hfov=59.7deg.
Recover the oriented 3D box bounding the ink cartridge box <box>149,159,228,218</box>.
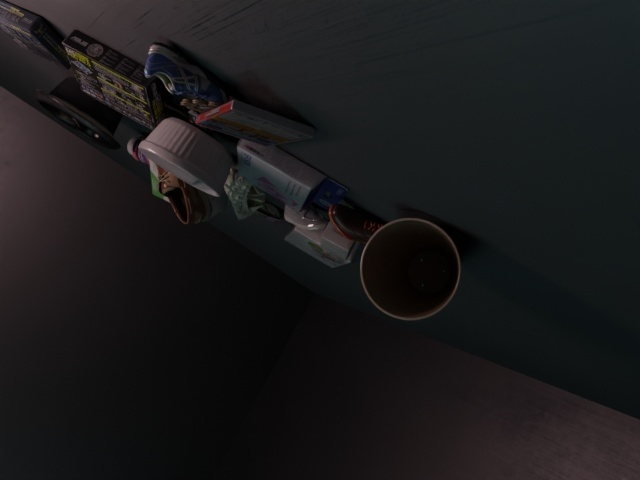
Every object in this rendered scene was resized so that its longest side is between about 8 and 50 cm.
[{"bbox_3d":[-0.477,-0.228,2.026,0.289,0.121,0.211,25,127,25],"label":"ink cartridge box"}]

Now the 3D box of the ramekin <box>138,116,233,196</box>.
[{"bbox_3d":[-0.381,-0.249,1.637,0.272,0.127,0.273,29,172,4],"label":"ramekin"}]

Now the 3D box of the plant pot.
[{"bbox_3d":[0.271,0.084,1.517,0.256,0.257,0.274,25,-176,22],"label":"plant pot"}]

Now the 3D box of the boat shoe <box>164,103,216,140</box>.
[{"bbox_3d":[-0.422,-0.340,1.749,0.084,0.079,0.233,18,162,47],"label":"boat shoe"}]

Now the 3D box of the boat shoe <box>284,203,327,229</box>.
[{"bbox_3d":[-0.058,-0.094,1.905,0.227,0.079,0.081,22,125,52],"label":"boat shoe"}]

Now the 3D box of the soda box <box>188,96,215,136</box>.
[{"bbox_3d":[-0.330,-0.339,1.568,0.060,0.053,0.169,30,169,-4],"label":"soda box"}]

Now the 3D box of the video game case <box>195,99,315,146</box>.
[{"bbox_3d":[-0.164,-0.275,1.339,0.204,0.025,0.285,14,178,-28],"label":"video game case"}]

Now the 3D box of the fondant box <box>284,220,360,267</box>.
[{"bbox_3d":[0.000,0.000,2.158,0.238,0.096,0.330,31,170,-6],"label":"fondant box"}]

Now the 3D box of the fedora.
[{"bbox_3d":[-0.847,-0.478,2.025,0.333,0.153,0.334,28,169,6],"label":"fedora"}]

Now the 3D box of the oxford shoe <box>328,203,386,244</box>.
[{"bbox_3d":[0.147,-0.038,1.662,0.271,0.097,0.098,30,150,-23],"label":"oxford shoe"}]

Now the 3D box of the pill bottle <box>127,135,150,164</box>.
[{"bbox_3d":[-0.706,-0.367,2.286,0.193,0.108,0.108,21,167,36],"label":"pill bottle"}]

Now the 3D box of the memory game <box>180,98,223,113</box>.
[{"bbox_3d":[-0.250,-0.320,1.363,0.186,0.012,0.186,9,-177,-1],"label":"memory game"}]

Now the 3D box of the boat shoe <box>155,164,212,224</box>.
[{"bbox_3d":[-0.490,-0.200,1.886,0.123,0.116,0.325,-30,93,42],"label":"boat shoe"}]

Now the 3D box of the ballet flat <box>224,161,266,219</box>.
[{"bbox_3d":[-0.266,-0.166,2.023,0.146,0.147,0.409,28,169,6],"label":"ballet flat"}]

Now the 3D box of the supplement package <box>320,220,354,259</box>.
[{"bbox_3d":[0.070,-0.014,1.875,0.105,0.105,0.179,28,169,5],"label":"supplement package"}]

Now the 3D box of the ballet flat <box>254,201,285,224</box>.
[{"bbox_3d":[-0.238,-0.136,2.252,0.221,0.077,0.079,26,151,-5],"label":"ballet flat"}]

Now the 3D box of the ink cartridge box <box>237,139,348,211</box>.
[{"bbox_3d":[-0.097,-0.176,1.679,0.330,0.072,0.324,32,169,-2],"label":"ink cartridge box"}]

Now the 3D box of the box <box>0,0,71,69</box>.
[{"bbox_3d":[-0.874,-0.624,1.675,0.232,0.059,0.183,27,169,20],"label":"box"}]

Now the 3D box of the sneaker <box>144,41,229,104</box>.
[{"bbox_3d":[-0.311,-0.368,1.298,0.211,0.081,0.080,27,169,-26],"label":"sneaker"}]

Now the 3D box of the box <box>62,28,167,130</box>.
[{"bbox_3d":[-0.578,-0.448,1.589,0.270,0.060,0.216,28,156,4],"label":"box"}]
